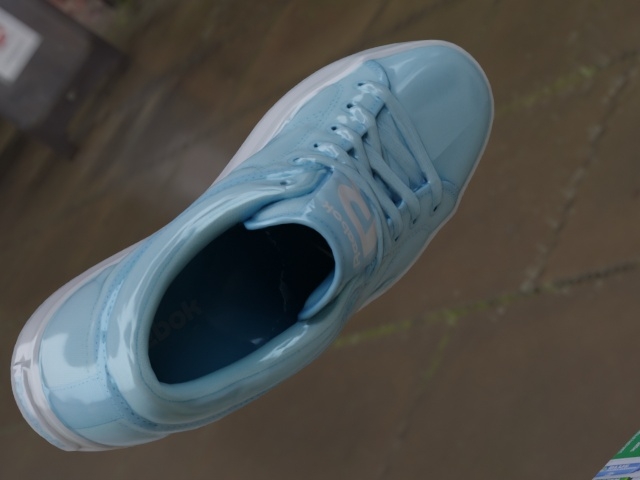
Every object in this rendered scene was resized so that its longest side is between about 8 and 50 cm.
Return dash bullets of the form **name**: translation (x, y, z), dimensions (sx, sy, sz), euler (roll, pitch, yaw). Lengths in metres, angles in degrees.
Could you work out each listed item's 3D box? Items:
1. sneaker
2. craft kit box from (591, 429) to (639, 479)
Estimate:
- **sneaker**: translation (0.000, 0.000, 1.070), dimensions (0.366, 0.135, 0.150), euler (-43, 19, -28)
- **craft kit box**: translation (0.268, 0.154, 1.130), dimensions (0.247, 0.061, 0.250), euler (-14, 10, 34)
